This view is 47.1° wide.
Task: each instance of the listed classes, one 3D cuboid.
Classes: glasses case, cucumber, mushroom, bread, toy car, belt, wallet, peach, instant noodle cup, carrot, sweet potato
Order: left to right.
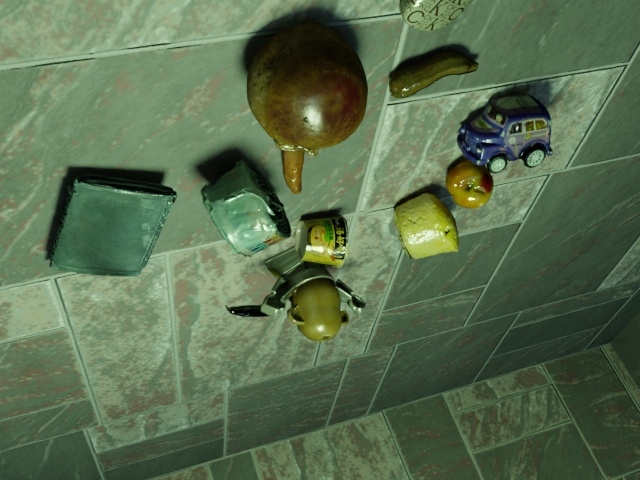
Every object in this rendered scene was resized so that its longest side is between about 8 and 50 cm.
[{"bbox_3d":[-0.503,-0.034,1.754,0.237,0.075,0.342,4,142,-27],"label":"wallet"},{"bbox_3d":[-0.233,0.229,2.357,0.163,0.039,0.043,1,121,-36],"label":"cucumber"},{"bbox_3d":[-0.174,-0.073,1.770,0.150,0.207,0.257,-29,165,10],"label":"belt"},{"bbox_3d":[-0.066,-0.183,1.819,0.059,0.059,0.247,-16,151,-11],"label":"carrot"},{"bbox_3d":[-0.022,-0.295,1.540,0.263,0.195,0.283,-15,149,-22],"label":"mushroom"},{"bbox_3d":[0.000,0.000,2.067,0.122,0.151,0.151,3,142,-16],"label":"instant noodle cup"},{"bbox_3d":[0.312,-0.037,2.152,0.171,0.197,0.197,-22,149,8],"label":"bread"},{"bbox_3d":[0.264,-0.392,1.703,0.233,0.062,0.081,-21,164,-10],"label":"sweet potato"},{"bbox_3d":[0.289,-0.559,1.434,0.137,0.085,0.354,5,140,-36],"label":"glasses case"},{"bbox_3d":[0.426,-0.160,2.085,0.138,0.138,0.138,-16,148,-10],"label":"peach"},{"bbox_3d":[0.481,-0.288,1.916,0.235,0.172,0.158,-13,131,-11],"label":"toy car"}]

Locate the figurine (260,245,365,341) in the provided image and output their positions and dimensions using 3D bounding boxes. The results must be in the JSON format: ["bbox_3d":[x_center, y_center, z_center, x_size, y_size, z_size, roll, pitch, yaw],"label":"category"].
[{"bbox_3d":[-0.027,0.163,2.150,0.343,0.284,0.167,-13,146,-19],"label":"figurine"}]
